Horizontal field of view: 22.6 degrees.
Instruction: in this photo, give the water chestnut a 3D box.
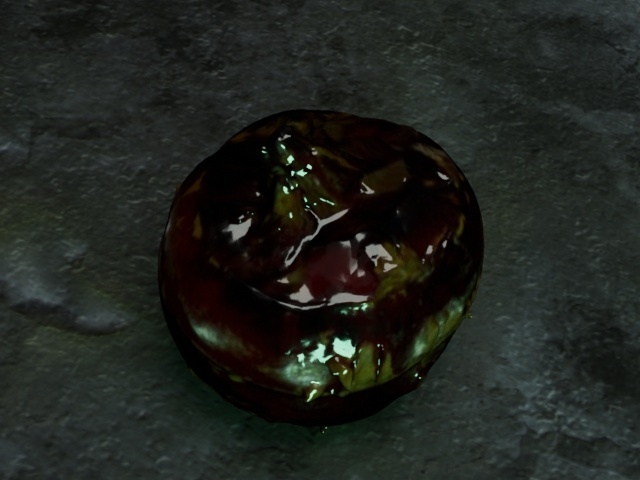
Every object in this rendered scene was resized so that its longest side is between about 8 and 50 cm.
[{"bbox_3d":[0.000,0.000,1.355,0.300,0.300,0.300,8,49,-9],"label":"water chestnut"}]
